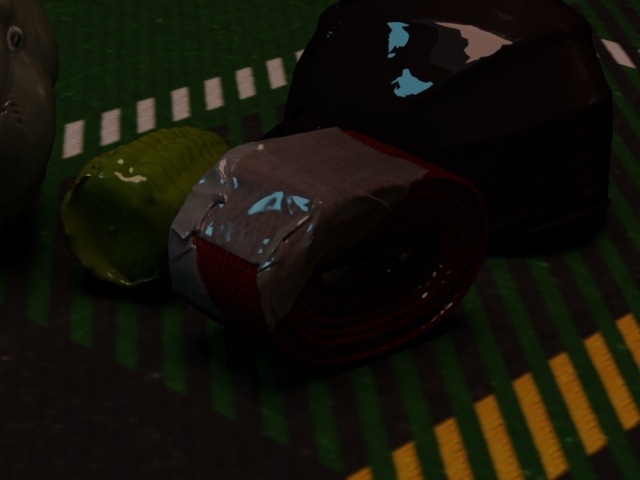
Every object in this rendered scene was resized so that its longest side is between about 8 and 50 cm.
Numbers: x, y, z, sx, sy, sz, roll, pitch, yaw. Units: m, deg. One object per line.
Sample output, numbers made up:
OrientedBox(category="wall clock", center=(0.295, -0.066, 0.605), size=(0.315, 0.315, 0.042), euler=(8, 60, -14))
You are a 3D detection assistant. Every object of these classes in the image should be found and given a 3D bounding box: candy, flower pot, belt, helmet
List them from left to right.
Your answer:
OrientedBox(category="flower pot", center=(-0.298, -0.094, 1.293), size=(0.246, 0.195, 0.246), euler=(4, 25, -2))
OrientedBox(category="candy", center=(-0.107, -0.034, 1.323), size=(0.096, 0.097, 0.209), euler=(11, 19, 14))
OrientedBox(category="belt", center=(0.000, 0.000, 1.214), size=(0.201, 0.128, 0.124), euler=(-14, 29, -41))
OrientedBox(category="helmet", center=(0.090, -0.121, 1.444), size=(0.305, 0.177, 0.225), euler=(24, 33, 34))
